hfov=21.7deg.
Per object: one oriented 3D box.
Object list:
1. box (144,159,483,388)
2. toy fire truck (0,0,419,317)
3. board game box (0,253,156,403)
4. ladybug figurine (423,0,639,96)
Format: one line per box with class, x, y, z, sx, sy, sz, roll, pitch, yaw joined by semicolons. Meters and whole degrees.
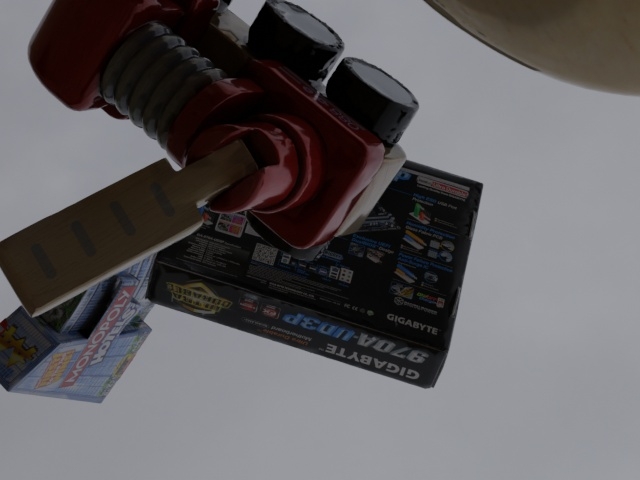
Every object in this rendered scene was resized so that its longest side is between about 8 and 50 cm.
box;0.000;0.000;1.235;0.051;0.220;0.175;108;-2;-48
toy fire truck;-0.095;-0.066;0.951;0.217;0.246;0.158;40;-70;16
board game box;-0.233;0.078;1.599;0.060;0.194;0.194;42;-70;19
ladybug figurine;0.100;-0.269;0.836;0.305;0.449;0.162;-33;-167;-12
